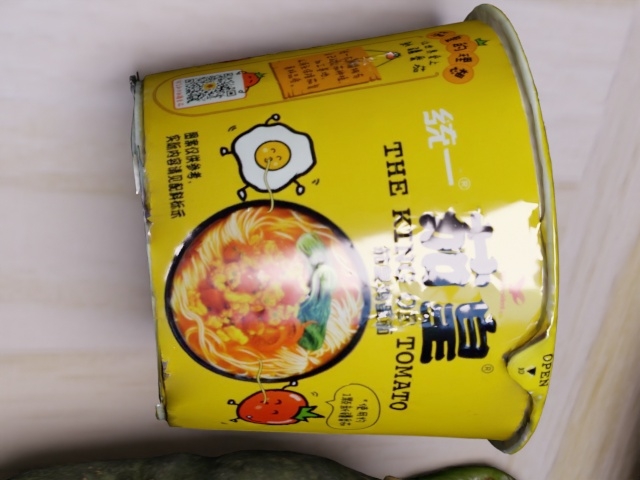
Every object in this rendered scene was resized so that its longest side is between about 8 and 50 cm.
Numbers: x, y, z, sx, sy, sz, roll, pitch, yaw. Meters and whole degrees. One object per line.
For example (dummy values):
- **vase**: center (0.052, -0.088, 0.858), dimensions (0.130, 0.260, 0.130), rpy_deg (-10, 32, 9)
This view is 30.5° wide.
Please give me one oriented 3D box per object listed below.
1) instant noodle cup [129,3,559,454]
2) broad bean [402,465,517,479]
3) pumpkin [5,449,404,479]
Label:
- **instant noodle cup**: center (0.000, 0.000, 0.470), dimensions (0.144, 0.182, 0.182), rpy_deg (-4, 122, -7)
- **broad bean**: center (0.040, 0.160, 0.651), dimensions (0.195, 0.046, 0.061), rpy_deg (-4, 119, -18)
- **pumpkin**: center (-0.049, 0.231, 0.512), dimensions (0.328, 0.257, 0.291), rpy_deg (-15, 88, 0)
